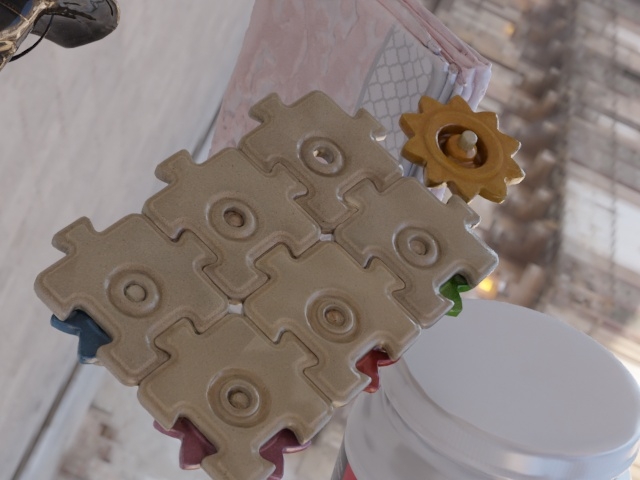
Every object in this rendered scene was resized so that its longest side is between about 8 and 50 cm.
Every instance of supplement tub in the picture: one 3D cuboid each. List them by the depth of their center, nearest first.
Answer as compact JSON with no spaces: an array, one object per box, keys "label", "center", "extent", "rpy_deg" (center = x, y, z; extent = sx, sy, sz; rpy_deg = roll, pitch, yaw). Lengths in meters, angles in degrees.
[{"label":"supplement tub","center":[0.094,0.197,0.924],"extent":[0.191,0.191,0.272],"rpy_deg":[-73,178,-62]}]

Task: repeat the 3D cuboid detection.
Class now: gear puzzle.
[{"label":"gear puzzle","center":[0.000,0.000,0.804],"extent":[0.339,0.175,0.044],"rpy_deg":[-38,166,-37]}]

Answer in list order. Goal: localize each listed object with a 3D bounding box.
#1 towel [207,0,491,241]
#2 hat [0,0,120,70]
[{"label":"towel","center":[-0.004,-0.078,1.208],"extent":[0.317,0.053,0.332],"rpy_deg":[50,-52,46]},{"label":"hat","center":[-0.352,-0.204,1.246],"extent":[0.331,0.331,0.134],"rpy_deg":[135,-23,-78]}]
